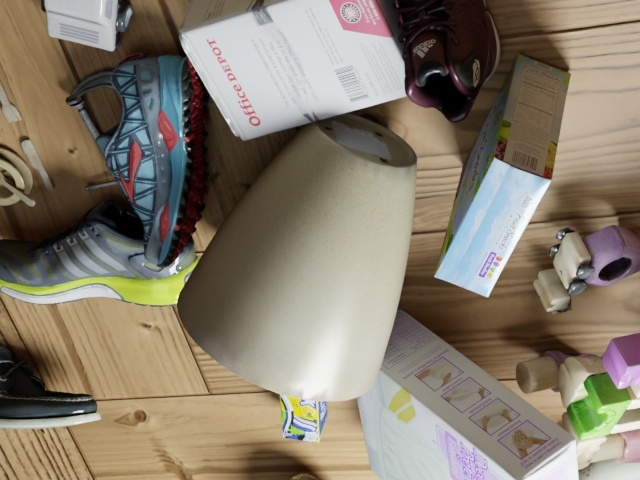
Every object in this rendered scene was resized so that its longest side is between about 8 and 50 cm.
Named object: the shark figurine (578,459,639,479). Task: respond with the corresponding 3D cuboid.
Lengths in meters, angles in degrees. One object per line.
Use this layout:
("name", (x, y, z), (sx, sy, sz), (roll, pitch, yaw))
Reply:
("shark figurine", (0.437, 0.320, 1.804), (0.278, 0.166, 0.116), (8, 161, 2))

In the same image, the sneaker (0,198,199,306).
("sneaker", (-0.293, 0.006, 1.751), (0.299, 0.111, 0.121), (0, 118, 9))

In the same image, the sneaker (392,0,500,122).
("sneaker", (0.112, -0.243, 1.386), (0.106, 0.162, 0.281), (-13, 124, 24))

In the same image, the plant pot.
("plant pot", (0.000, 0.000, 1.582), (0.256, 0.256, 0.274), (22, 115, -3))

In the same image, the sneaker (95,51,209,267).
("sneaker", (-0.200, -0.097, 1.625), (0.125, 0.104, 0.262), (10, 111, 13))

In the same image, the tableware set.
("tableware set", (-0.426, -0.118, 1.715), (0.128, 0.039, 0.194), (-8, 125, 21))

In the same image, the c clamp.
("c clamp", (-0.256, -0.131, 1.669), (0.137, 0.022, 0.161), (-7, 125, 19))

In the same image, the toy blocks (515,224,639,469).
("toy blocks", (0.419, 0.163, 1.629), (0.260, 0.309, 0.289), (-10, 146, -18))

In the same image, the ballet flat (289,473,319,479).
("ballet flat", (0.021, 0.532, 2.055), (0.182, 0.164, 0.483), (-8, 129, 41))

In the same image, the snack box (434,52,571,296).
("snack box", (0.196, -0.072, 1.471), (0.070, 0.207, 0.174), (21, 131, -2))

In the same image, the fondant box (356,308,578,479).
("fondant box", (0.177, 0.266, 1.699), (0.330, 0.096, 0.238), (35, 146, 45))

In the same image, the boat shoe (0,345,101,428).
("boat shoe", (-0.466, 0.205, 1.946), (0.340, 0.127, 0.113), (-1, 85, 25))

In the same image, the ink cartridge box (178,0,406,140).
("ink cartridge box", (-0.019, -0.213, 1.484), (0.217, 0.092, 0.159), (-14, 127, 21))

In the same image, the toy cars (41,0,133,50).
("toy cars", (-0.186, -0.325, 1.451), (0.393, 0.087, 0.176), (-29, 115, 33))

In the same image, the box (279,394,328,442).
("box", (-0.023, 0.190, 1.840), (0.054, 0.059, 0.169), (8, 129, 11))
